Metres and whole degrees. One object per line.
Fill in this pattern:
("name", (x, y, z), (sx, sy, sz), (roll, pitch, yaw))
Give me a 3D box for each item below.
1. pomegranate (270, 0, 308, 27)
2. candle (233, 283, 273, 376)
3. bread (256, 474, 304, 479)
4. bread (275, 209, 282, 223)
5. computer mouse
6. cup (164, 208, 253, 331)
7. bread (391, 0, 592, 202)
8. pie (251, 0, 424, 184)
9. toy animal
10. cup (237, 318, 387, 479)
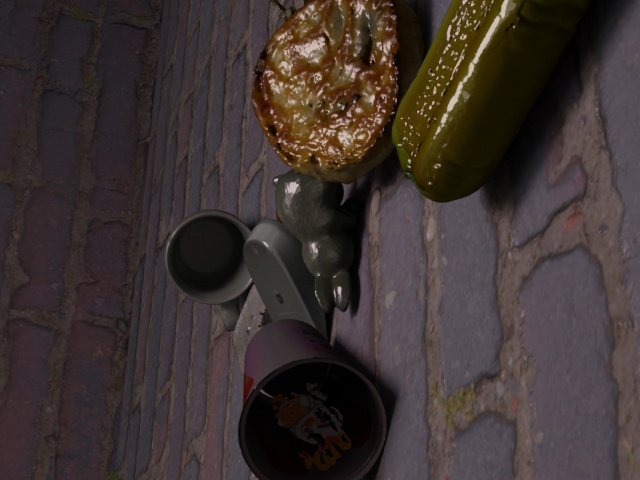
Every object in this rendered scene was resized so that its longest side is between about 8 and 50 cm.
("pomegranate", (0.017, -0.381, 1.730), (0.148, 0.169, 0.148), (61, 174, 10))
("candle", (-0.107, 0.167, 1.960), (0.168, 0.068, 0.192), (153, 127, -64))
("bread", (-0.043, 0.416, 1.519), (0.114, 0.132, 0.190), (172, 111, -71))
("bread", (-0.032, -0.014, 1.838), (0.192, 0.067, 0.119), (-131, 58, -66))
("computer mouse", (-0.046, 0.071, 1.747), (0.128, 0.079, 0.230), (-7, 107, 58))
("cup", (-0.221, 0.060, 2.250), (0.234, 0.186, 0.257), (-154, 48, -80))
("bread", (0.198, -0.210, 1.174), (0.166, 0.112, 0.383), (-104, 31, -48))
("pie", (0.032, -0.239, 1.599), (0.315, 0.092, 0.315), (-13, 70, 39))
("toy animal", (0.001, -0.004, 1.670), (0.108, 0.138, 0.236), (17, -113, -78))
("cup", (-0.030, 0.217, 1.540), (0.288, 0.203, 0.203), (-124, 47, -74))
